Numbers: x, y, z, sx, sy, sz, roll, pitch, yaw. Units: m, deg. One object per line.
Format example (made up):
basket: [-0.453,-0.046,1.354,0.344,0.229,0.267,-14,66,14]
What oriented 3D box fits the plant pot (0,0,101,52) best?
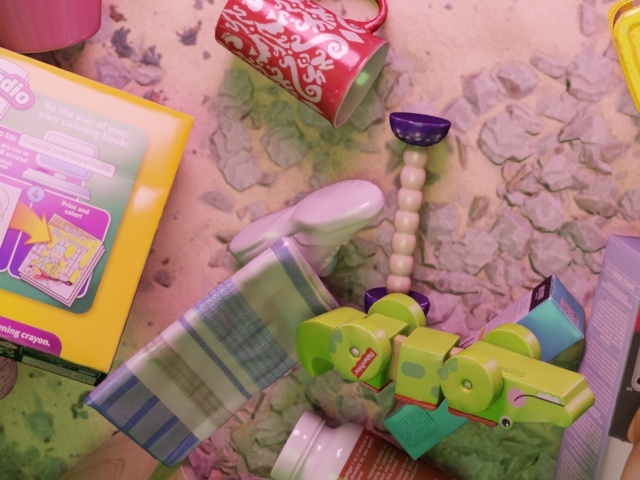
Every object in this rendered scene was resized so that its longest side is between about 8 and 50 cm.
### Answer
plant pot: [-0.324,-0.315,1.483,0.201,0.201,0.180,1,120,12]

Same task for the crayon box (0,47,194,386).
crayon box: [-0.361,-0.047,1.463,0.363,0.106,0.313,20,70,-10]

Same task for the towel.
towel: [-0.107,0.131,1.489,0.285,0.209,0.034,-39,56,-5]

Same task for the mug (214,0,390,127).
mug: [-0.014,-0.227,1.485,0.169,0.150,0.113,32,144,8]

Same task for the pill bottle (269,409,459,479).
pill bottle: [0.055,0.291,1.566,0.216,0.121,0.121,29,107,5]

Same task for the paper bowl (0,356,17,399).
paper bowl: [-0.505,0.109,1.562,0.284,0.284,0.148,3,104,12]

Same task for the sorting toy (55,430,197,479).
sorting toy: [-0.221,0.380,1.611,0.257,0.089,0.255,-38,57,18]

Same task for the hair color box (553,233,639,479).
hair color box: [0.376,0.193,1.445,0.185,0.113,0.374,6,106,-13]

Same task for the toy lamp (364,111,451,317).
toy lamp: [0.097,-0.004,1.511,0.080,0.080,0.274,10,106,10]

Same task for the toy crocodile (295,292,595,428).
toy crocodile: [0.123,0.137,1.420,0.340,0.115,0.105,14,113,26]

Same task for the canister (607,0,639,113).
canister: [0.343,-0.189,1.363,0.073,0.170,0.126,-18,98,16]

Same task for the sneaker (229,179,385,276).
sneaker: [0.000,0.000,1.532,0.212,0.080,0.094,-20,115,36]

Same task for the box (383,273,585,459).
box: [0.187,0.144,1.514,0.244,0.100,0.060,-39,93,18]
